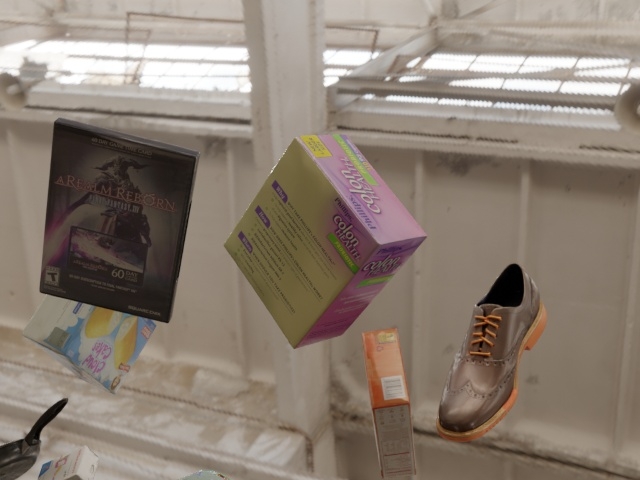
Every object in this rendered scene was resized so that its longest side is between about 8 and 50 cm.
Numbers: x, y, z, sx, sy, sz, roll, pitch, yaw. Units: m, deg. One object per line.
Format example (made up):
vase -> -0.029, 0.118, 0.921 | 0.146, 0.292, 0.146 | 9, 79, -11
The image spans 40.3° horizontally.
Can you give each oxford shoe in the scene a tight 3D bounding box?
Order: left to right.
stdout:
oxford shoe -> 0.280, 0.184, 1.496 | 0.130, 0.363, 0.132 | 1, -52, 33

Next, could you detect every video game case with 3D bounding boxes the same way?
video game case -> -0.286, -0.021, 1.220 | 0.196, 0.026, 0.274 | 14, -61, -1

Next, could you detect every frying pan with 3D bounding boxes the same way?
frying pan -> -0.653, 0.465, 1.929 | 0.326, 0.197, 0.053 | -31, -110, -2

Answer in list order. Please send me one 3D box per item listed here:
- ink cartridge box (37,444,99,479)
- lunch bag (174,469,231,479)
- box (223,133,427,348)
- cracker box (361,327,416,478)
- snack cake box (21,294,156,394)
ink cartridge box -> -0.552, 0.511, 1.895 | 0.123, 0.088, 0.052 | -25, -61, 14
lunch bag -> -0.217, 0.520, 1.491 | 0.224, 0.279, 0.107 | 33, -66, 29
box -> 0.000, 0.000, 1.314 | 0.213, 0.117, 0.243 | 53, -52, 23
cracker box -> 0.119, 0.283, 1.500 | 0.067, 0.155, 0.232 | -8, -44, 1
snack cake box -> -0.389, 0.153, 1.501 | 0.089, 0.152, 0.264 | 22, -19, 15
